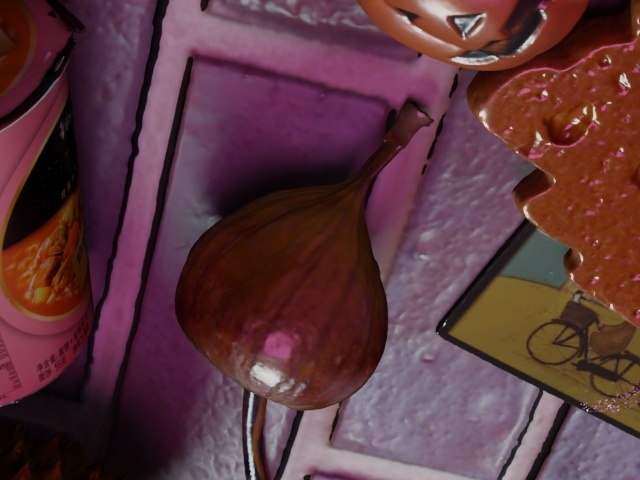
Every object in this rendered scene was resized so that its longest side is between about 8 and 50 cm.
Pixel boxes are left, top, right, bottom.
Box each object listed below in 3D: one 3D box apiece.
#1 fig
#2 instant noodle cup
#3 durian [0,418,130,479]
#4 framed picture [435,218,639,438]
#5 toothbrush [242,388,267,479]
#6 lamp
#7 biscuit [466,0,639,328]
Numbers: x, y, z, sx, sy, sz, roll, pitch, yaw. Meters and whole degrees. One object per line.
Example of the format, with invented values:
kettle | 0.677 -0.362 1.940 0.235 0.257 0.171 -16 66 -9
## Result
fig | -0.007 0.007 1.026 0.160 0.231 0.143 26 166 -13
instant noodle cup | -0.259 -0.024 0.961 0.244 0.244 0.255 -3 133 6
durian | -0.269 0.310 1.100 0.384 0.347 0.347 32 121 -2
framed picture | 0.276 0.015 1.064 0.244 0.013 0.324 27 122 -15
toothbrush | -0.057 0.222 1.221 0.031 0.023 0.321 3 125 -2
lamp | 0.091 -0.199 0.824 0.164 0.188 0.188 23 123 -14
biscuit | 0.249 -0.049 0.988 0.284 0.043 0.306 -4 126 5
